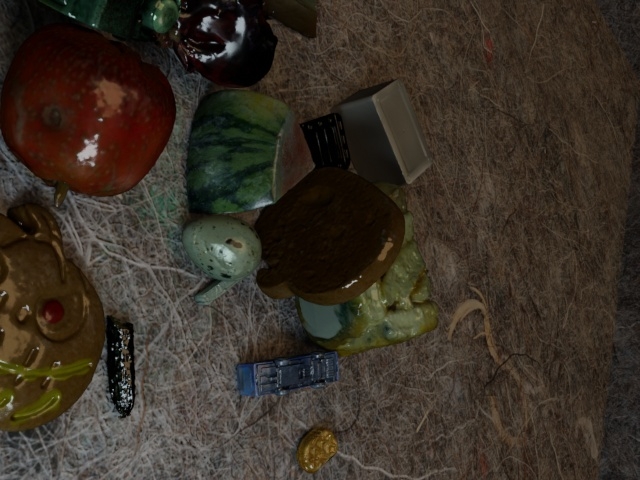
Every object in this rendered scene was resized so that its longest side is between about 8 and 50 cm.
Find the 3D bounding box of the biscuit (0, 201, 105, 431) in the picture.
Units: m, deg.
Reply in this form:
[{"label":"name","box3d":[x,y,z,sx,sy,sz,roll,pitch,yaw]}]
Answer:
[{"label":"biscuit","box3d":[-0.499,0.095,1.091,0.394,0.070,0.350,36,58,-38]}]

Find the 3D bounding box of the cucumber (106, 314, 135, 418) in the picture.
[{"label":"cucumber","box3d":[-0.350,0.220,1.250,0.053,0.053,0.181,0,85,-47]}]

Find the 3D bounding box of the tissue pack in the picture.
[{"label":"tissue pack","box3d":[0.163,-0.267,1.828,0.159,0.136,0.246,-40,113,-43]}]

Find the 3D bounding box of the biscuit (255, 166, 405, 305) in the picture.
[{"label":"biscuit","box3d":[0.001,0.001,1.448,0.314,0.367,0.063,-47,132,-2]}]

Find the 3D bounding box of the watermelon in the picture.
[{"label":"watermelon","box3d":[-0.148,-0.158,1.459,0.201,0.213,0.261,33,65,-58]}]

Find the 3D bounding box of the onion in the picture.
[{"label":"onion","box3d":[-0.201,-0.426,1.401,0.281,0.221,0.281,10,77,-53]}]

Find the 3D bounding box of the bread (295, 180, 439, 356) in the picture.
[{"label":"bread","box3d":[0.071,0.056,1.595,0.264,0.239,0.395,-5,79,-47]}]

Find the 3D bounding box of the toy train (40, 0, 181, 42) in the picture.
[{"label":"toy train","box3d":[-0.379,-0.439,1.158,0.167,0.299,0.238,-65,160,13]}]

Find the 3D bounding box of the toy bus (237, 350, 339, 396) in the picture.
[{"label":"toy bus","box3d":[-0.066,0.278,1.515,0.236,0.094,0.079,0,89,-46]}]

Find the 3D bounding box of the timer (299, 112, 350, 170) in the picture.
[{"label":"timer","box3d":[-0.010,-0.215,1.692,0.187,0.055,0.144,-27,109,-42]}]

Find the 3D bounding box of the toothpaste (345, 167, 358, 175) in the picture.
[{"label":"toothpaste","box3d":[0.008,-0.119,1.673,0.194,0.043,0.067,-29,140,-32]}]

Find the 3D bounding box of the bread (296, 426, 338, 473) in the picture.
[{"label":"bread","box3d":[-0.008,0.464,1.582,0.111,0.044,0.083,-32,105,-43]}]

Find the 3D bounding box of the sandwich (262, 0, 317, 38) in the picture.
[{"label":"sandwich","box3d":[-0.075,-0.566,1.657,0.258,0.096,0.094,14,67,-48]}]

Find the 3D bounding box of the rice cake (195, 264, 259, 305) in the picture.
[{"label":"rice cake","box3d":[-0.190,0.081,1.458,0.171,0.033,0.029,-38,113,-44]}]

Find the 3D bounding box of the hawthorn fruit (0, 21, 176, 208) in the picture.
[{"label":"hawthorn fruit","box3d":[-0.372,-0.192,1.138,0.275,0.275,0.299,25,78,-42]}]

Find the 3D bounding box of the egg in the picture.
[{"label":"egg","box3d":[-0.194,0.014,1.397,0.164,0.131,0.131,15,72,-30]}]
